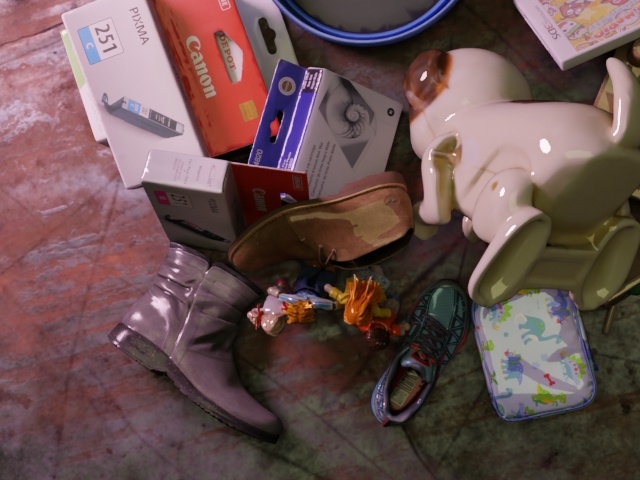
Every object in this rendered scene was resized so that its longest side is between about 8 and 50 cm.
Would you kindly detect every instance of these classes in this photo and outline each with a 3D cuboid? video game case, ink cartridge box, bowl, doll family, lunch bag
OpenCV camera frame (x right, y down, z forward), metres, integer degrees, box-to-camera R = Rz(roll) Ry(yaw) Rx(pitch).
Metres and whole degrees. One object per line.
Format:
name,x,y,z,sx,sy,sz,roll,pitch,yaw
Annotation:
video game case,0.450,-0.382,1.707,0.227,0.026,0.206,-24,46,3
ink cartridge box,0.008,-0.157,1.719,0.224,0.045,0.223,19,82,-25
bowl,0.077,-0.513,1.786,0.391,0.077,0.391,0,85,4
doll family,0.013,0.091,1.675,0.263,0.163,0.118,6,117,10
ink cartridge box,-0.228,-0.308,1.783,0.354,0.119,0.207,-20,84,4
lunch bag,0.342,0.174,1.699,0.176,0.090,0.218,-14,84,6
ink cartridge box,-0.138,-0.048,1.675,0.239,0.275,0.060,10,71,5
ink cartridge box,-0.233,-0.262,1.683,0.261,0.066,0.296,-20,94,5

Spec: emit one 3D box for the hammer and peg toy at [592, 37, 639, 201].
hammer and peg toy,0.607,-0.162,1.682,0.361,0.127,0.265,22,86,7

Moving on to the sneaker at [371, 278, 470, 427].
sneaker,0.170,0.186,1.698,0.104,0.125,0.261,24,89,2

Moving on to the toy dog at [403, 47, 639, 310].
toy dog,0.272,-0.139,1.607,0.285,0.408,0.395,-5,127,-28

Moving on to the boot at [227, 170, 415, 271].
boot,0.000,0.000,1.649,0.305,0.112,0.115,-21,68,12

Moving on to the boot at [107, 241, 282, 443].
boot,-0.159,0.164,1.748,0.338,0.118,0.222,36,80,0

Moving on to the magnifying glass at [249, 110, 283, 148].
magnifying glass,-0.031,-0.153,1.801,0.231,0.026,0.092,34,89,9

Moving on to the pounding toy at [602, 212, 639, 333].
pounding toy,0.473,0.052,1.703,0.130,0.100,0.141,-32,72,2
